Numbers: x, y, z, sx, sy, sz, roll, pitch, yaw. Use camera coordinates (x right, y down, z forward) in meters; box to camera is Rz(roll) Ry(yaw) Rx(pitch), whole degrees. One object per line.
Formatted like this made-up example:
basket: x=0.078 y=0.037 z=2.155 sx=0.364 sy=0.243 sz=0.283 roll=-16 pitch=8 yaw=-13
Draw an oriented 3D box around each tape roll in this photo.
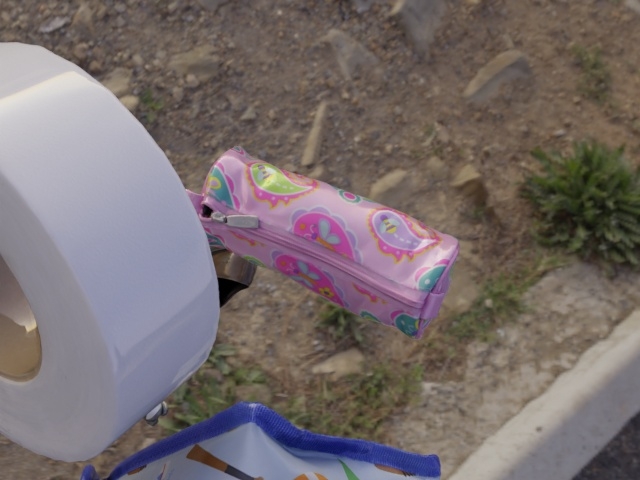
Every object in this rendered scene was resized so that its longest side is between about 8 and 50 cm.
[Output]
tape roll: x=-0.209 y=0.010 z=0.626 sx=0.100 sy=0.286 sz=0.286 roll=-39 pitch=101 yaw=-41

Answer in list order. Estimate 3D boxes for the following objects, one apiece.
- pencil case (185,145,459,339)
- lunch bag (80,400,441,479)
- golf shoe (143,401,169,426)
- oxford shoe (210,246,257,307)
pencil case: x=0.000 y=0.000 z=0.940 sx=0.284 sy=0.124 sz=0.124 roll=24 pitch=63 yaw=7
lunch bag: x=-0.106 y=0.341 z=0.719 sx=0.239 sy=0.385 sz=0.327 roll=25 pitch=55 yaw=-28
golf shoe: x=-0.400 y=0.305 z=1.888 sx=0.077 sy=0.198 sz=0.094 roll=-53 pitch=142 yaw=-10
oxford shoe: x=-0.190 y=0.066 z=1.412 sx=0.083 sy=0.227 sz=0.096 roll=26 pitch=56 yaw=-37
